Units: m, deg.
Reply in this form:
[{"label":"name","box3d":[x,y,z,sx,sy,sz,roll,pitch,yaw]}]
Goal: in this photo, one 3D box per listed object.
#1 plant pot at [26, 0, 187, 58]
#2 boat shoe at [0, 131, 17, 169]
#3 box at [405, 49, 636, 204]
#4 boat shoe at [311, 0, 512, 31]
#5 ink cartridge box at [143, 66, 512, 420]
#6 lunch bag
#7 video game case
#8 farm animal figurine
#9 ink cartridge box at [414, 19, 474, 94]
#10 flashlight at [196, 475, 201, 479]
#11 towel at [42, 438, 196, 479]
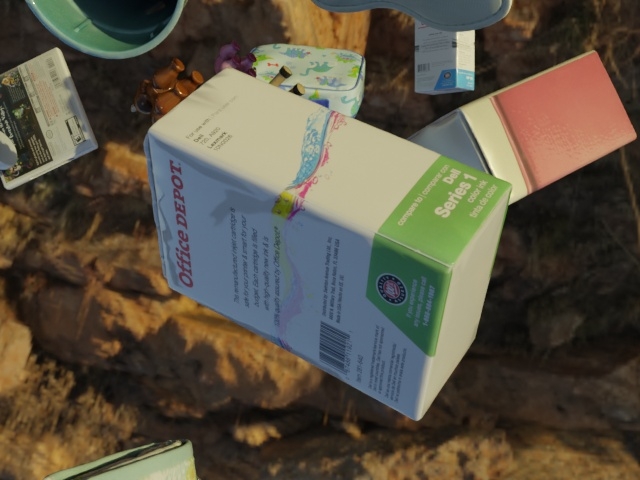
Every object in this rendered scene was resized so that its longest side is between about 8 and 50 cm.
[{"label":"plant pot","box3d":[-0.346,-0.563,1.734,0.341,0.334,0.341,9,122,14]},{"label":"boat shoe","box3d":[-0.574,-0.174,1.420,0.076,0.080,0.228,-17,151,19]},{"label":"box","box3d":[0.243,-0.122,1.128,0.127,0.232,0.148,64,154,0]},{"label":"boat shoe","box3d":[0.112,-0.330,1.114,0.302,0.091,0.114,21,141,33]},{"label":"ink cartridge box","box3d":[0.000,0.000,0.785,0.278,0.117,0.201,26,141,20]},{"label":"lunch bag","box3d":[-0.034,-0.273,1.611,0.218,0.176,0.090,6,125,5]},{"label":"video game case","box3d":[-0.484,-0.205,1.540,0.173,0.190,0.022,-24,170,5]},{"label":"farm animal figurine","box3d":[-0.127,-0.109,1.284,0.172,0.327,0.330,-37,165,29]},{"label":"ink cartridge box","box3d":[0.237,-0.374,1.743,0.060,0.180,0.104,-1,-177,-44]},{"label":"flashlight","box3d":[-0.182,0.473,1.632,0.304,0.103,0.103,-5,143,42]},{"label":"towel","box3d":[-0.289,0.484,1.369,0.090,0.321,0.374,-5,176,22]}]
